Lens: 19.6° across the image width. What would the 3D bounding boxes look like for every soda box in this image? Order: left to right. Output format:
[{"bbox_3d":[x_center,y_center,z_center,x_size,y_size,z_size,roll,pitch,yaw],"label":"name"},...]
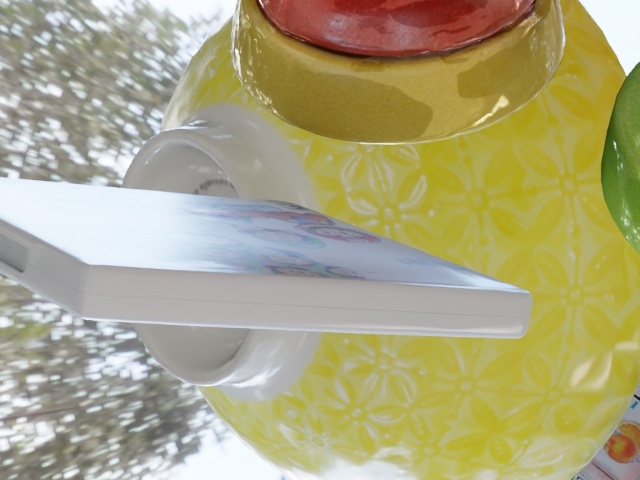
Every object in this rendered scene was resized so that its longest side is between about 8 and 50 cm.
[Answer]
[{"bbox_3d":[0.211,0.101,1.152,0.058,0.063,0.183,40,-128,16],"label":"soda box"}]

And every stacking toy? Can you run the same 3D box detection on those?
[{"bbox_3d":[0.147,-0.127,0.631,0.309,0.130,0.279,-34,-131,-29],"label":"stacking toy"}]

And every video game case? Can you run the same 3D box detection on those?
[{"bbox_3d":[-0.036,0.004,0.592,0.157,0.143,0.019,5,-81,-34],"label":"video game case"}]

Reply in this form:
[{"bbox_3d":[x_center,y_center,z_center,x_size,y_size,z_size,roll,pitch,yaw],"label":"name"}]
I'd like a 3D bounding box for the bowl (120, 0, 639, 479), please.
[{"bbox_3d":[0.000,0.000,0.860,0.156,0.289,0.289,-9,-94,-39],"label":"bowl"}]
